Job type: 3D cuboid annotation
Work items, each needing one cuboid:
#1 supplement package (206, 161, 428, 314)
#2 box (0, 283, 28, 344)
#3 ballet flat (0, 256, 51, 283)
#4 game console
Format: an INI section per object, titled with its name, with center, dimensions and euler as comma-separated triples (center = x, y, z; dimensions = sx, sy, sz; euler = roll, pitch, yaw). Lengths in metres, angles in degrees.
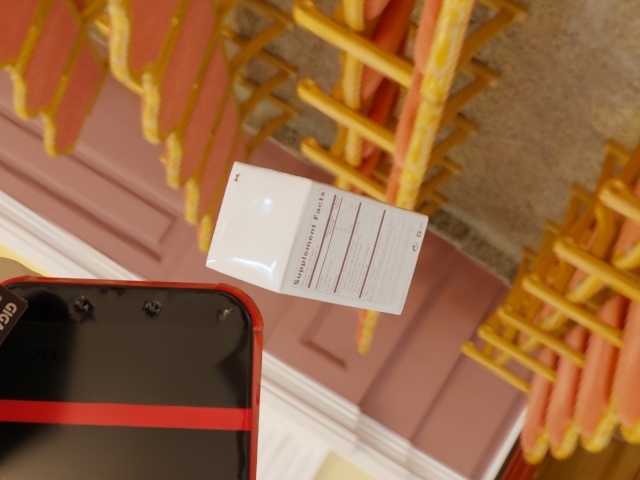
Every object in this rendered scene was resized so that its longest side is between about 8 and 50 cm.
[supplement package]
center = 0.000, 0.000, 0.961
dimensions = 0.105, 0.105, 0.179
euler = 18, -178, 43
[box]
center = -0.495, 0.217, 1.191
dimensions = 0.073, 0.295, 0.293
euler = 37, 130, -15
[ballet flat]
center = -0.448, 0.103, 1.576
dimensions = 0.147, 0.146, 0.409
euler = 19, 175, 46
[game console]
center = -0.274, 0.220, 1.352
dimensions = 0.387, 0.341, 0.060
euler = 2, 175, 1
